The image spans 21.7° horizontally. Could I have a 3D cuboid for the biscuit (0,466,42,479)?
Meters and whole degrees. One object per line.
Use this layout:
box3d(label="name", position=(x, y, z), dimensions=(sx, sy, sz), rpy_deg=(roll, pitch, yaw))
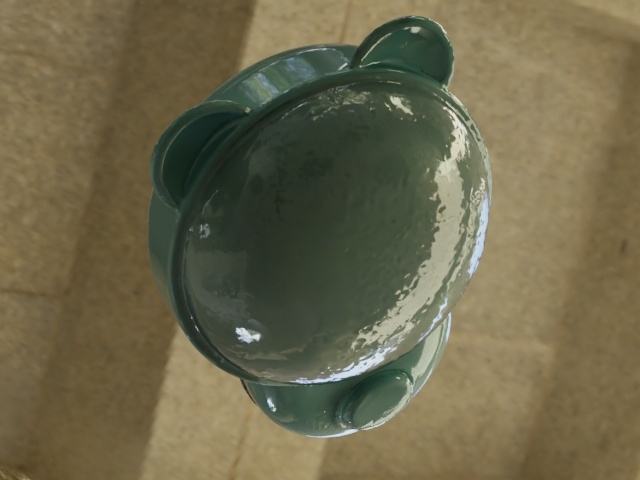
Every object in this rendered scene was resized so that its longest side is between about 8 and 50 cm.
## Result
box3d(label="biscuit", position=(-0.080, 0.067, 0.324), dimensions=(0.164, 0.047, 0.208), rpy_deg=(-86, -21, -50))

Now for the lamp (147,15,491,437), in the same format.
box3d(label="lamp", position=(0.005, 0.008, 0.998), dimensions=(0.209, 0.147, 0.284), rpy_deg=(-23, -32, -14))
